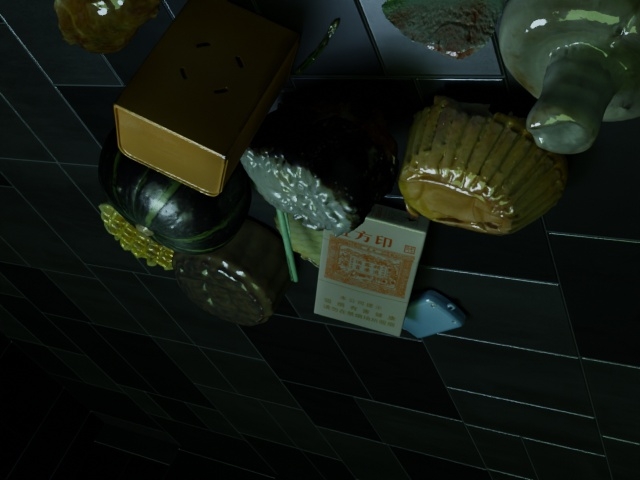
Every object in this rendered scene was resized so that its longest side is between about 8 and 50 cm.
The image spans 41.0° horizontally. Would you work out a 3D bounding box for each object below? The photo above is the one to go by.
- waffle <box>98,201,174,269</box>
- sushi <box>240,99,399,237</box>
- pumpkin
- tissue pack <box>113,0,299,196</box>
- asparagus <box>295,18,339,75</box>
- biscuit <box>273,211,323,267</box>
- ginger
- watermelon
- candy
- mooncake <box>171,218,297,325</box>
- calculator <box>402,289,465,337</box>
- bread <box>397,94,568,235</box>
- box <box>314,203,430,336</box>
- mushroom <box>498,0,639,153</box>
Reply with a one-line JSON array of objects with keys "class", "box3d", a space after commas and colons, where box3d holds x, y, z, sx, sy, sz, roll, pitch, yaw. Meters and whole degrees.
[{"class": "waffle", "box3d": [-0.440, -0.012, 2.184, 0.250, 0.056, 0.261, 13, 150, 24]}, {"class": "sushi", "box3d": [-0.006, -0.130, 1.463, 0.343, 0.182, 0.196, 24, 144, 56]}, {"class": "pumpkin", "box3d": [-0.283, -0.113, 1.679, 0.323, 0.241, 0.323, 33, 160, 14]}, {"class": "tissue pack", "box3d": [-0.184, -0.239, 1.385, 0.195, 0.274, 0.145, 27, 151, 1]}, {"class": "asparagus", "box3d": [-0.005, -0.310, 1.392, 0.016, 0.016, 0.163, 49, 150, -1]}, {"class": "biscuit", "box3d": [0.000, 0.000, 1.864, 0.273, 0.036, 0.187, 41, 146, -24]}, {"class": "ginger", "box3d": [-0.351, -0.398, 1.387, 0.321, 0.173, 0.165, -21, 87, 56]}, {"class": "watermelon", "box3d": [0.171, -0.306, 1.193, 0.180, 0.094, 0.081, 24, 158, 37]}, {"class": "candy", "box3d": [-0.075, -0.041, 1.749, 0.092, 0.093, 0.335, 39, 149, 43]}, {"class": "mooncake", "box3d": [-0.212, 0.071, 2.024, 0.291, 0.161, 0.290, 21, 149, 13]}, {"class": "calculator", "box3d": [0.237, 0.169, 1.940, 0.121, 0.039, 0.210, 35, 149, -18]}, {"class": "bread", "box3d": [0.257, -0.107, 1.376, 0.274, 0.149, 0.274, 23, 157, 10]}, {"class": "box", "box3d": [0.100, 0.060, 1.795, 0.205, 0.051, 0.365, 15, 140, 7]}, {"class": "mushroom", "box3d": [0.332, -0.218, 1.057, 0.244, 0.243, 0.243, 20, 150, 12]}]
